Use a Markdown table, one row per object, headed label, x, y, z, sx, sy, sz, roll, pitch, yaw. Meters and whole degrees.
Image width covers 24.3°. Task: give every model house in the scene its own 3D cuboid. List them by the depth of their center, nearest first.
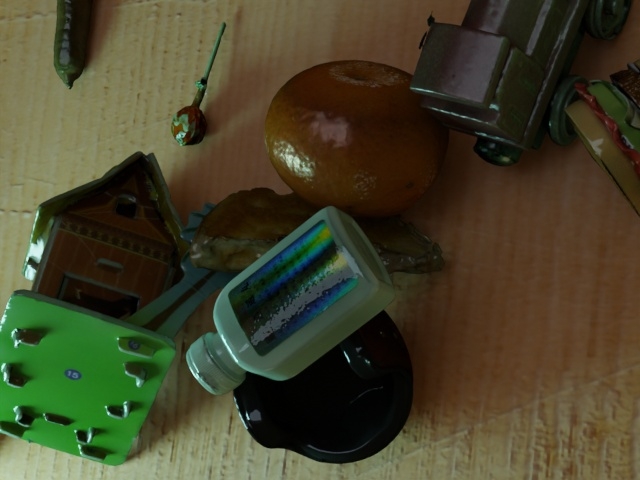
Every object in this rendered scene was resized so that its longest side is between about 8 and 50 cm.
| label | x | y | z | sx | sy | sz | roll | pitch | yaw |
| --- | --- | --- | --- | --- | --- | --- | --- | --- | --- |
| model house | -0.223 | 0.084 | 1.892 | 0.300 | 0.340 | 0.323 | 119 | 166 | -48 |

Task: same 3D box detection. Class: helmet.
| label | x | y | z | sx | sy | sz | roll | pitch | yaw |
| --- | --- | --- | --- | --- | --- | --- | --- | --- | --- |
| helmet | 0.005 | 0.147 | 1.682 | 0.189 | 0.193 | 0.216 | -35 | 102 | 16 |

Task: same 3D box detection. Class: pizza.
| label | x | y | z | sx | sy | sz | roll | pitch | yaw |
| --- | --- | --- | --- | --- | --- | --- | --- | --- | --- |
| pizza | 0.000 | -0.001 | 1.773 | 0.297 | 0.189 | 0.071 | 2 | 115 | 5 |

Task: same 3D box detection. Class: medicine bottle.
| label | x | y | z | sx | sy | sz | roll | pitch | yaw |
| --- | --- | --- | --- | --- | --- | --- | --- | --- | --- |
| medicine bottle | -0.039 | 0.076 | 1.581 | 0.229 | 0.083 | 0.121 | -38 | 61 | 14 |

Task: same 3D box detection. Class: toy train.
| label | x | y | z | sx | sy | sz | roll | pitch | yaw |
| --- | --- | --- | --- | --- | --- | --- | --- | --- | --- |
| toy train | 0.228 | -0.241 | 1.662 | 0.150 | 0.221 | 0.304 | 18 | 85 | 34 |

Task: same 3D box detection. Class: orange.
| label | x | y | z | sx | sy | sz | roll | pitch | yaw |
| --- | --- | --- | --- | --- | --- | --- | --- | --- | --- |
| orange | 0.041 | -0.117 | 1.739 | 0.224 | 0.224 | 0.170 | 23 | 118 | 34 |

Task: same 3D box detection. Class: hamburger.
| label | x | y | z | sx | sy | sz | roll | pitch | yaw |
| --- | --- | --- | --- | --- | --- | --- | --- | --- | --- |
| hamburger | 0.352 | -0.121 | 1.587 | 0.137 | 0.175 | 0.175 | -37 | 59 | 8 |

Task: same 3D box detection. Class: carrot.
| label | x | y | z | sx | sy | sz | roll | pitch | yaw |
| --- | --- | --- | --- | --- | --- | --- | --- | --- | --- |
| carrot | -0.355 | -0.380 | 2.156 | 0.070 | 0.070 | 0.342 | -4 | 74 | 30 |

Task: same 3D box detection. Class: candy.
| label | x | y | z | sx | sy | sz | roll | pitch | yaw |
| --- | --- | --- | --- | --- | --- | --- | --- | --- | --- |
| candy | -0.157 | -0.211 | 1.995 | 0.055 | 0.049 | 0.184 | 145 | 143 | -70 |
